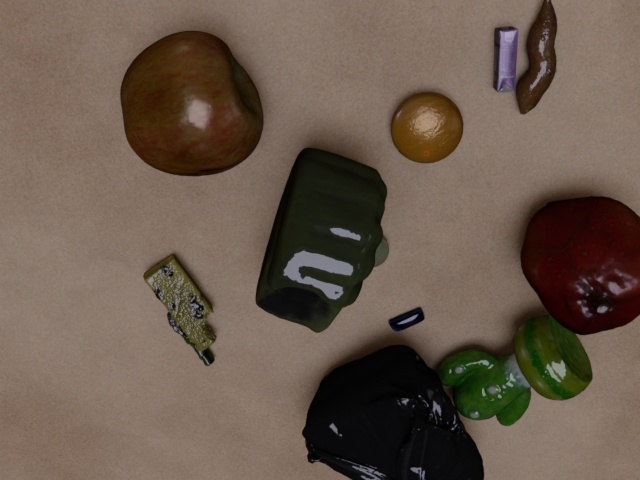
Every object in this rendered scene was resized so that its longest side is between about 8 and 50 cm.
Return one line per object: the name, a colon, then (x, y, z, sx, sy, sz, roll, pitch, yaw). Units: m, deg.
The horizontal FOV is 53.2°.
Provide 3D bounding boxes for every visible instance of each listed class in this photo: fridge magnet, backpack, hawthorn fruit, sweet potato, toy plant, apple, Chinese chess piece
fridge magnet: (0.210, -0.222, 1.263, 0.143, 0.063, 0.143, 1, 114, 3)
backpack: (0.188, 0.475, 1.474, 0.363, 0.255, 0.445, -31, 114, 28)
hawthorn fruit: (0.534, 0.057, 1.248, 0.265, 0.307, 0.265, 4, 114, 8)
sweet potato: (0.416, -0.344, 1.208, 0.065, 0.051, 0.218, 7, 114, 1)
toy plant: (0.436, 0.311, 1.458, 0.316, 0.184, 0.224, -34, 105, 32)
apple: (-0.241, -0.240, 1.167, 0.264, 0.264, 0.264, 1, 114, 1)
Chinese chess piece: (0.107, 0.019, 1.390, 0.084, 0.034, 0.084, 1, 116, 2)

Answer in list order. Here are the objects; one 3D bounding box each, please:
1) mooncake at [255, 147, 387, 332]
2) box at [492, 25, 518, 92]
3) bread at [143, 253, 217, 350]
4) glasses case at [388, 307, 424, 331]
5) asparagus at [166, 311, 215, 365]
mooncake: (0.000, 0.000, 1.230, 0.187, 0.351, 0.351, 15, 114, -6)
box: (0.350, -0.343, 1.212, 0.036, 0.050, 0.117, -2, 112, 4)
bread: (-0.300, 0.145, 1.439, 0.088, 0.049, 0.226, -36, 111, -7)
glasses case: (0.199, 0.185, 1.466, 0.083, 0.023, 0.033, -24, 109, 12)
asparagus: (-0.305, 0.227, 1.494, 0.036, 0.030, 0.165, -45, 111, -21)
